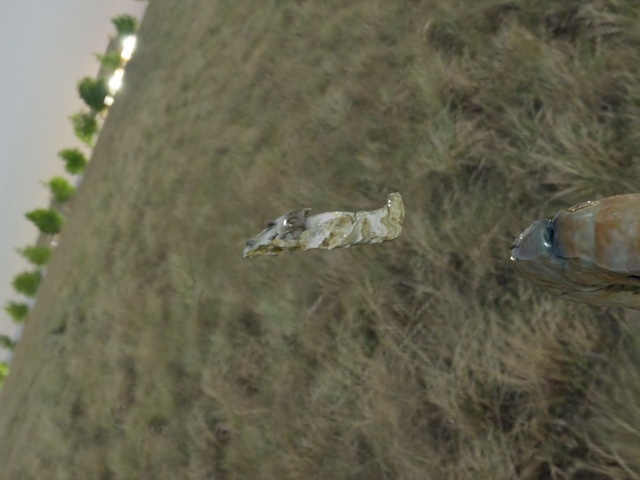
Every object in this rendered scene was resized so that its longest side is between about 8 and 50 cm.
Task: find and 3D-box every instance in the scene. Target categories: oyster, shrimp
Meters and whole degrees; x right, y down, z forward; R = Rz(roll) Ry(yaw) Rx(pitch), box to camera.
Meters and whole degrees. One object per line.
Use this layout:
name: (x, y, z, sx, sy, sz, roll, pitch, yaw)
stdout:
oyster: (-0.002, -0.003, 1.044, 0.106, 0.199, 0.061, -58, -43, -65)
shrimp: (0.327, 0.030, 0.669, 0.247, 0.360, 0.085, 41, -123, -60)
